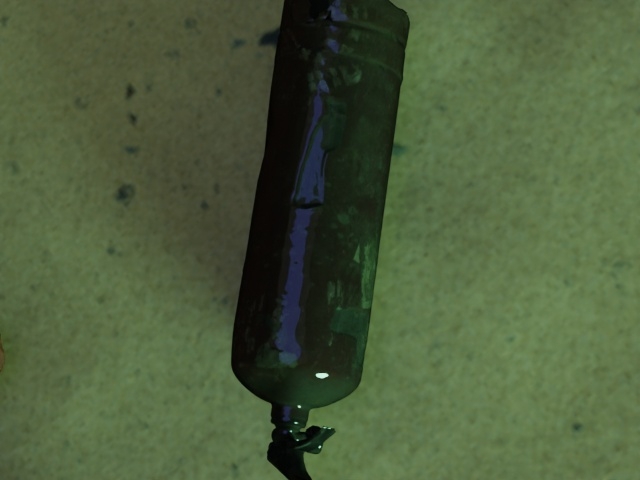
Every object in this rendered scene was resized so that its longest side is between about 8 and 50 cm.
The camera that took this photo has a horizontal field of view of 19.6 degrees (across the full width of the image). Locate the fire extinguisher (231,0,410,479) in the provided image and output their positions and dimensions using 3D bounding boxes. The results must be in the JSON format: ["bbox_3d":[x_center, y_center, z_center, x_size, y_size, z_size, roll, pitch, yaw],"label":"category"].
[{"bbox_3d":[0.000,0.000,0.970,0.072,0.089,0.268,14,77,-24],"label":"fire extinguisher"}]

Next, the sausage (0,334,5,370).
[{"bbox_3d":[-0.224,0.072,1.038,0.094,0.059,0.054,-29,75,6],"label":"sausage"}]
